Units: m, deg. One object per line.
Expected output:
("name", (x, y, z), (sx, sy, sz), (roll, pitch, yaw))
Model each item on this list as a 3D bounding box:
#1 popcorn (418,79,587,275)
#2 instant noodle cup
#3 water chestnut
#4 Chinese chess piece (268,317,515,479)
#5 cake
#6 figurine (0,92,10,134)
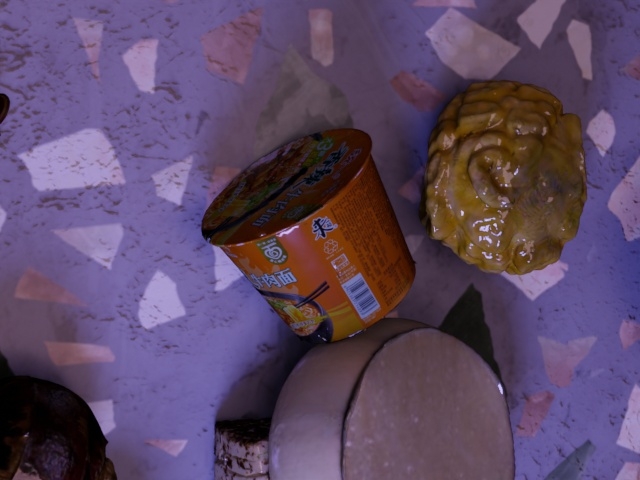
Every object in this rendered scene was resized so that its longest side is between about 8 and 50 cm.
("popcorn", (0.228, -0.072, 1.879), (0.250, 0.190, 0.250), (-3, 95, -30))
("instant noodle cup", (0.000, 0.000, 1.797), (0.230, 0.230, 0.182), (-38, 115, -11))
("water chestnut", (-0.359, 0.259, 1.702), (0.238, 0.224, 0.223), (32, 86, -28))
("Chinese chess piece", (0.092, 0.262, 1.827), (0.338, 0.140, 0.338), (7, 80, -44))
("cake", (-0.003, 0.278, 1.862), (0.246, 0.135, 0.112), (-3, 96, -18))
("figurine", (-0.418, -0.116, 1.718), (0.154, 0.082, 0.098), (-36, 119, -12))
